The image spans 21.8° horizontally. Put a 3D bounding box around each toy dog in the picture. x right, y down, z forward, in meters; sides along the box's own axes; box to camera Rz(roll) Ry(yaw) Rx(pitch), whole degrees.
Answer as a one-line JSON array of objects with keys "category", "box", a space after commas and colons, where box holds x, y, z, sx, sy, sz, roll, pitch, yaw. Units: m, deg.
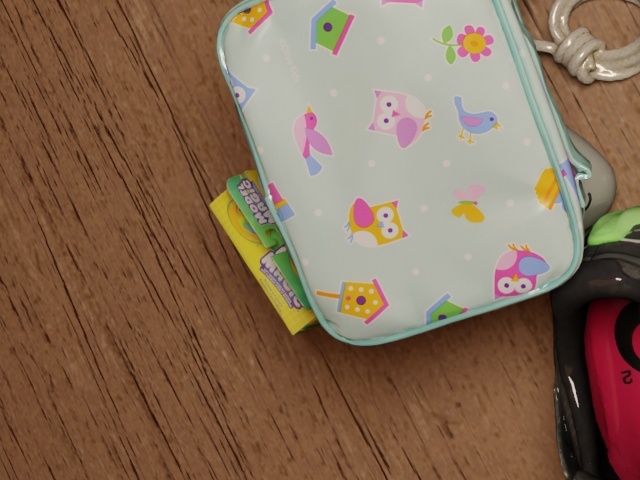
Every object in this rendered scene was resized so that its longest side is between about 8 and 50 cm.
[{"category": "toy dog", "box": [0.084, -0.142, 1.316, 0.333, 0.161, 0.220, 26, 110, 25]}]

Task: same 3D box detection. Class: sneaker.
[{"category": "sneaker", "box": [0.265, 0.218, 1.240, 0.185, 0.202, 0.483, -21, 87, 32]}]

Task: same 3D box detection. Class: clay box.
[{"category": "clay box", "box": [0.000, 0.000, 1.354, 0.053, 0.222, 0.127, -40, 76, 29]}]

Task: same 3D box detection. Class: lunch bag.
[{"category": "lunch bag", "box": [0.067, -0.072, 1.188, 0.224, 0.108, 0.279, -19, 103, 9]}]
